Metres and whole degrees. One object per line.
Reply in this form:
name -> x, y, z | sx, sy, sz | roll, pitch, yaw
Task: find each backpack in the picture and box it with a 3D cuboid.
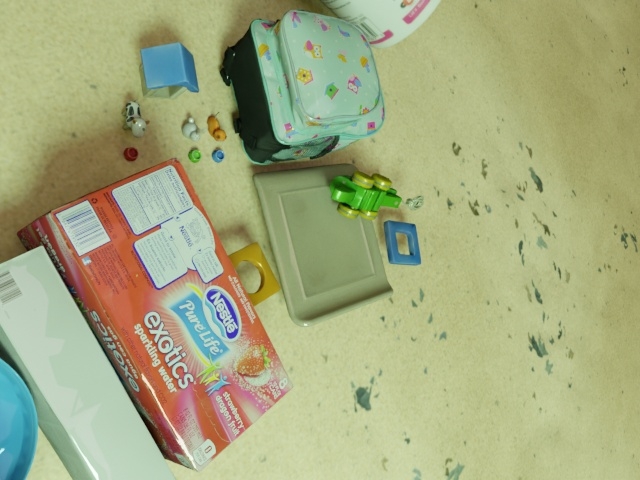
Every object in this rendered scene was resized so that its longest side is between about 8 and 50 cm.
backpack -> -0.005, -0.190, 0.691 | 0.188, 0.144, 0.166 | -11, 84, -44

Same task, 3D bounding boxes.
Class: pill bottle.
pill bottle -> 0.030, -0.408, 0.743 | 0.283, 0.160, 0.160 | 32, 64, -32

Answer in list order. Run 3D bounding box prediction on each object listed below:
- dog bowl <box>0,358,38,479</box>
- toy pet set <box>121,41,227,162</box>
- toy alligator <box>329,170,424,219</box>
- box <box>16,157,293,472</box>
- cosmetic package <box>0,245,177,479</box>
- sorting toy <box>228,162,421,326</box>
dog bowl -> -0.350, 0.106, 0.393 | 0.297, 0.074, 0.166 | 51, 55, -21
toy pet set -> -0.151, -0.148, 0.608 | 0.122, 0.065, 0.114 | -8, 88, -41
toy alligator -> 0.068, -0.063, 0.743 | 0.189, 0.051, 0.056 | 0, 122, -48
box -> -0.153, 0.070, 0.531 | 0.128, 0.122, 0.257 | -35, 105, -38
cosmetic package -> -0.219, 0.126, 0.484 | 0.060, 0.098, 0.239 | -35, 105, -41
sorting toy -> 0.000, 0.000, 0.724 | 0.347, 0.047, 0.196 | -13, 84, -43
